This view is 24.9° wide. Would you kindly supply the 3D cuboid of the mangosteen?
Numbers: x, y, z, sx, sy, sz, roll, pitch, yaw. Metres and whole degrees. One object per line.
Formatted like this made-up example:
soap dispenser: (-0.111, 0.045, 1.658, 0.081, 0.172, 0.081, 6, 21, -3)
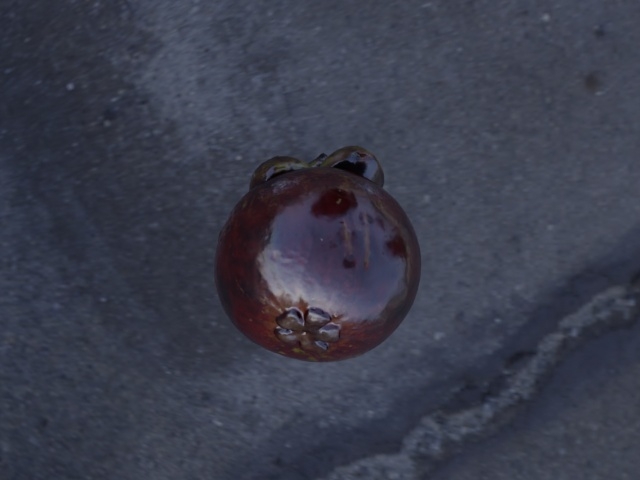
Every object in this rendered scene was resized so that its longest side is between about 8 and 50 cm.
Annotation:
mangosteen: (0.000, 0.000, 1.523, 0.215, 0.215, 0.257, 27, 46, -22)
